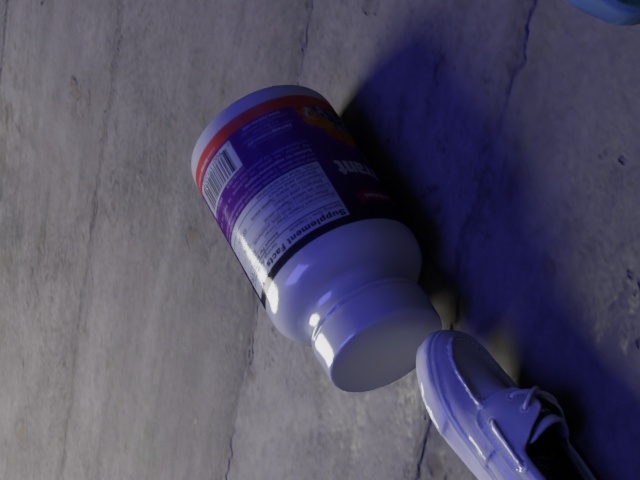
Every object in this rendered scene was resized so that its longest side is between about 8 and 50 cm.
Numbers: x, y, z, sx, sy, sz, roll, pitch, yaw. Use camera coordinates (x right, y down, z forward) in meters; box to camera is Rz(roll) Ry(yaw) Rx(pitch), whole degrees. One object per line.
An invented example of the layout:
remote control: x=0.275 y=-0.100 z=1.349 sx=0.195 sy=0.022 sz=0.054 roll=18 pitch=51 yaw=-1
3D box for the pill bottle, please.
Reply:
pill bottle: x=0.000 y=0.000 z=1.205 sx=0.193 sy=0.108 sz=0.108 roll=59 pitch=141 yaw=33

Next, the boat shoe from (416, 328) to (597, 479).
boat shoe: x=0.120 y=0.119 z=1.080 sx=0.063 sy=0.066 sz=0.184 roll=-51 pitch=52 yaw=37

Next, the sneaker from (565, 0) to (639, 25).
sneaker: x=0.191 y=-0.137 z=0.857 sx=0.208 sy=0.127 sz=0.319 roll=-56 pitch=40 yaw=45
